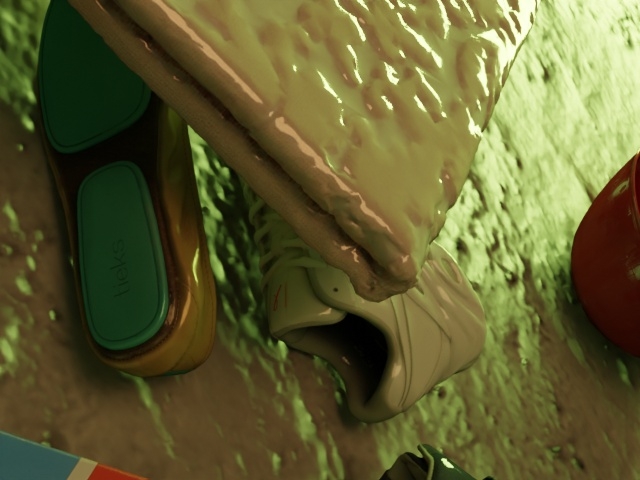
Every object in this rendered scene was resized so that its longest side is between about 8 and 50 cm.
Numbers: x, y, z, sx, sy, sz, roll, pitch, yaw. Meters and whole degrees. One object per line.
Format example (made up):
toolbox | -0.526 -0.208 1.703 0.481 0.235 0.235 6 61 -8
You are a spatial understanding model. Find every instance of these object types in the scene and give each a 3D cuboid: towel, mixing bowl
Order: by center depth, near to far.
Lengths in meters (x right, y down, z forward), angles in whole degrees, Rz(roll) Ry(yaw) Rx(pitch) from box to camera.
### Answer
towel | -0.018 -0.171 0.593 0.317 0.053 0.332 44 42 -13
mixing bowl | 0.257 0.023 0.835 0.181 0.098 0.181 24 51 -33

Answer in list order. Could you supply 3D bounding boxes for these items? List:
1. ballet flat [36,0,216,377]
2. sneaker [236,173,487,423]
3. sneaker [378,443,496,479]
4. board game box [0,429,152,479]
ballet flat | -0.099 -0.037 0.568 0.073 0.080 0.232 38 39 -62
sneaker | 0.000 0.000 0.614 0.232 0.090 0.115 54 45 -3
sneaker | 0.108 0.170 0.610 0.163 0.086 0.226 32 10 12
board game box | -0.140 0.198 0.295 0.242 0.064 0.317 21 46 -13
